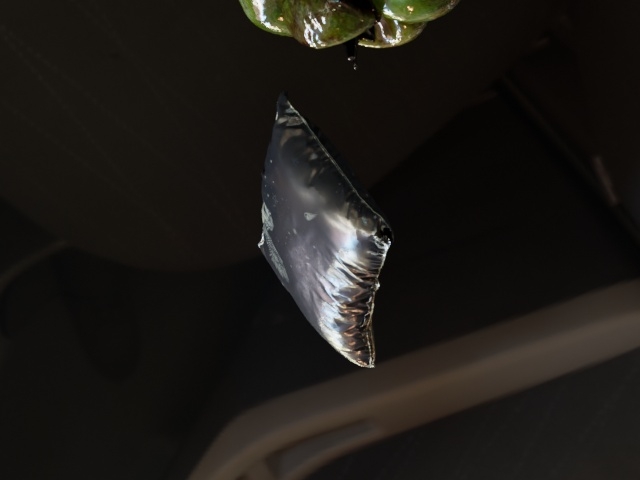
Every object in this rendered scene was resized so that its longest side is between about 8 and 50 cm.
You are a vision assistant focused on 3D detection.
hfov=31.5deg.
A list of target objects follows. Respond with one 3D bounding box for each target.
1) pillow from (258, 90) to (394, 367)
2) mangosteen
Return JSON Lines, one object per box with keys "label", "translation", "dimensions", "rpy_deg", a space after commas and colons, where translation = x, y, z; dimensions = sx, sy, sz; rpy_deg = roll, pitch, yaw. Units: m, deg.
{"label": "pillow", "translation": [0.000, 0.000, 0.809], "dimensions": [0.055, 0.141, 0.208], "rpy_deg": [-32, 155, -20]}
{"label": "mangosteen", "translation": [0.027, -0.260, 0.880], "dimensions": [0.243, 0.243, 0.243], "rpy_deg": [-14, 151, -8]}
